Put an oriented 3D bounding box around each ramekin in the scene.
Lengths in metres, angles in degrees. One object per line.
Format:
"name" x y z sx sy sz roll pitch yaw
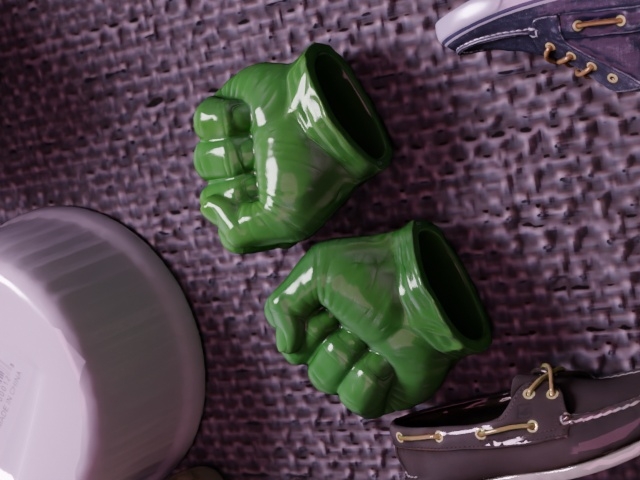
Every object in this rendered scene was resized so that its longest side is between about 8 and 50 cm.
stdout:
"ramekin" -0.250 0.116 0.889 0.277 0.135 0.277 7 105 26

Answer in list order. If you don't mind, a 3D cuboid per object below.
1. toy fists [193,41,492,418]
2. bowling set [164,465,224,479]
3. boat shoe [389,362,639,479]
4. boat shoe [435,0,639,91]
"toy fists" 0.000 0.000 0.755 0.142 0.096 0.279 -31 88 31
"bowling set" -0.030 0.302 0.804 0.287 0.154 0.199 -2 100 28
"boat shoe" 0.147 0.126 0.713 0.228 0.081 0.068 -27 92 32
"boat shoe" 0.165 -0.128 0.654 0.183 0.065 0.083 -11 92 27
